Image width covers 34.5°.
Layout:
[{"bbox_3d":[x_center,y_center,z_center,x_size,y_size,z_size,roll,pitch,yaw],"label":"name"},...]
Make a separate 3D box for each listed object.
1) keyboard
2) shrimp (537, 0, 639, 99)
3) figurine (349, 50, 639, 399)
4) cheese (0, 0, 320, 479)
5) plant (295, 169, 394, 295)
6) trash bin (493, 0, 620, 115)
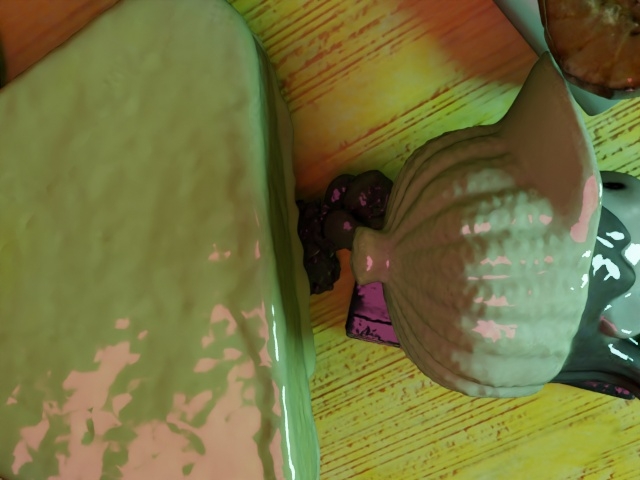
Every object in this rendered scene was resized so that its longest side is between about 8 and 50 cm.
[{"bbox_3d":[0.137,0.065,0.794,0.231,0.023,0.072,13,110,5],"label":"keyboard"},{"bbox_3d":[0.180,-0.174,0.556,0.148,0.035,0.195,-22,68,27],"label":"shrimp"},{"bbox_3d":[0.186,0.043,0.659,0.332,0.185,0.204,34,90,-14],"label":"figurine"},{"bbox_3d":[-0.137,-0.001,0.697,0.384,0.104,0.383,0,89,8],"label":"cheese"},{"bbox_3d":[0.000,0.000,0.762,0.174,0.087,0.085,-32,136,28],"label":"plant"},{"bbox_3d":[0.177,-0.164,0.654,0.116,0.059,0.130,-37,105,23],"label":"trash bin"}]
